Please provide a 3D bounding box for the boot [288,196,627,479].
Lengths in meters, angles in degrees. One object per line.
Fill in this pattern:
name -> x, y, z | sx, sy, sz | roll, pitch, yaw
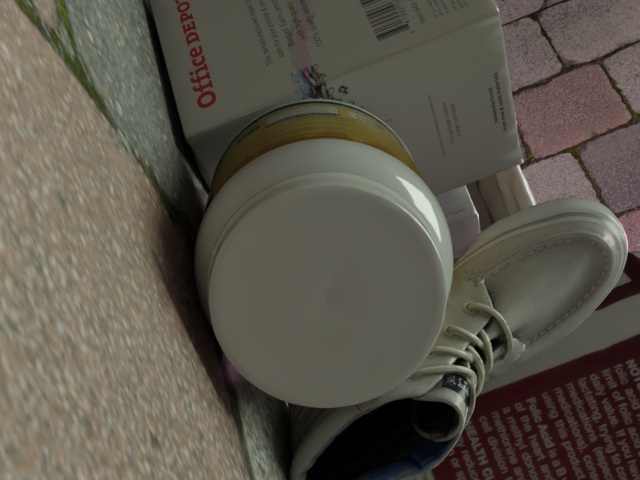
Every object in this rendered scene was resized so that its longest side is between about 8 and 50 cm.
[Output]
boot -> 0.090, 0.078, 0.619 | 0.095, 0.258, 0.123 | 49, 13, -15

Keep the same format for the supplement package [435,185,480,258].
supplement package -> 0.040, -0.063, 1.034 | 0.149, 0.194, 0.203 | 56, 12, -72

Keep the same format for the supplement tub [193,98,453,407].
supplement tub -> 0.000, 0.000, 0.592 | 0.200, 0.144, 0.144 | -97, 165, -73

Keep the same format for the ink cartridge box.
ink cartridge box -> 0.012, -0.126, 0.772 | 0.168, 0.232, 0.171 | 65, 5, -52

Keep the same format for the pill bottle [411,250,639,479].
pill bottle -> 0.206, 0.143, 0.776 | 0.224, 0.392, 0.224 | -21, 90, -85

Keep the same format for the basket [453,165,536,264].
basket -> 0.181, -0.001, 1.642 | 0.266, 0.328, 0.331 | -108, 176, -82
